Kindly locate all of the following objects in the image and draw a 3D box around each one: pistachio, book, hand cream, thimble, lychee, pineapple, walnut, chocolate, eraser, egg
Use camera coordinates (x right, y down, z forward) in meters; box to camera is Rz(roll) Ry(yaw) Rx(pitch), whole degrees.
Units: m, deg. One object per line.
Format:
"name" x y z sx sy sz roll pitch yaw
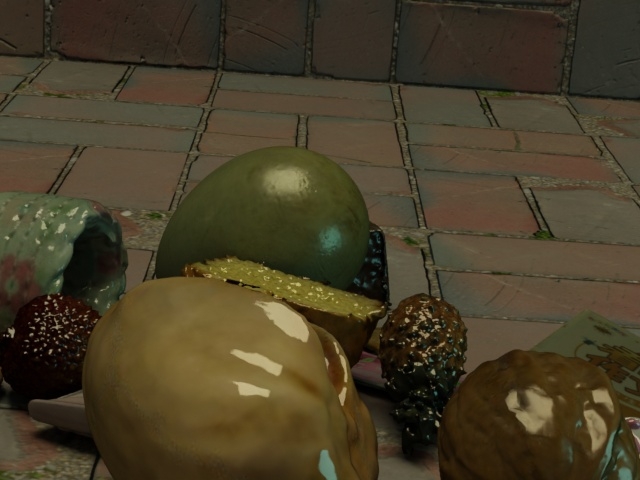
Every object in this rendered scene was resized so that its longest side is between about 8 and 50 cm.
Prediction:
"pistachio" -0.079 0.165 1.424 0.321 0.238 0.229 41 -4 34
"book" 0.339 0.168 1.771 0.208 0.020 0.295 29 25 20
"hand cream" 0.114 0.165 1.797 0.275 0.050 0.079 11 -8 38
"thimble" -0.335 0.043 1.856 0.149 0.185 0.211 8 46 19
"lychee" -0.288 0.117 1.710 0.129 0.123 0.123 -2 18 -11
"pineapple" 0.109 0.147 1.685 0.108 0.108 0.197 5 36 3
"walnut" 0.203 0.203 1.441 0.213 0.213 0.213 4 17 -1
"chocolate" 0.000 0.000 2.183 0.112 0.112 0.321 -4 19 -20
"eraser" -0.152 0.183 1.626 0.243 0.059 0.204 13 18 37
"egg" -0.079 0.001 1.959 0.295 0.218 0.218 -21 6 25

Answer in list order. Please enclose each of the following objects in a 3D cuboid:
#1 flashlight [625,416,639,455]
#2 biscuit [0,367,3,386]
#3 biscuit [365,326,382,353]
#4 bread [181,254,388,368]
"flashlight" 0.257 0.219 1.595 0.200 0.047 0.093 3 49 3
"biscuit" -0.438 0.144 1.740 0.221 0.029 0.142 17 21 38
"biscuit" 0.102 0.135 1.920 0.071 0.018 0.147 -10 23 -33
"bread" -0.046 0.103 1.781 0.229 0.139 0.143 16 20 21
